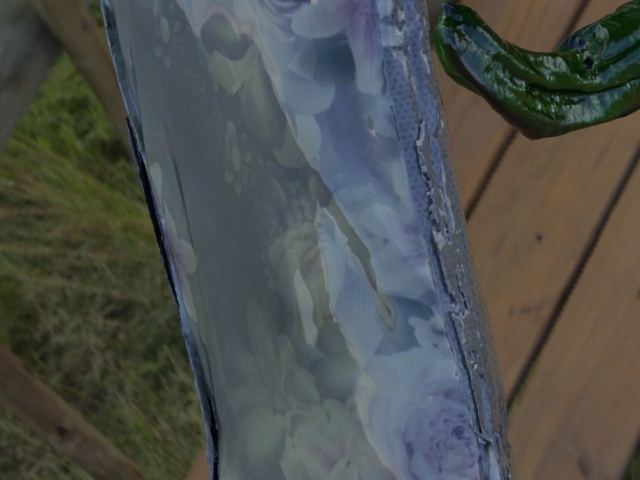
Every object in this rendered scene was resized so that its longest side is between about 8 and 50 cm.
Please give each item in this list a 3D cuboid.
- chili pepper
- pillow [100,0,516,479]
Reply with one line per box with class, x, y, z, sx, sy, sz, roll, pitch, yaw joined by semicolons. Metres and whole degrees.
chili pepper;0.133;-0.094;0.816;0.182;0.073;0.050;-14;45;-30
pillow;0.000;0.000;0.503;0.169;0.059;0.255;-3;100;50
